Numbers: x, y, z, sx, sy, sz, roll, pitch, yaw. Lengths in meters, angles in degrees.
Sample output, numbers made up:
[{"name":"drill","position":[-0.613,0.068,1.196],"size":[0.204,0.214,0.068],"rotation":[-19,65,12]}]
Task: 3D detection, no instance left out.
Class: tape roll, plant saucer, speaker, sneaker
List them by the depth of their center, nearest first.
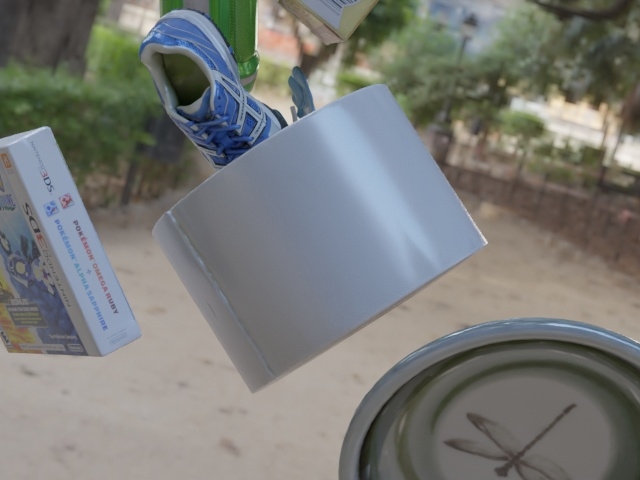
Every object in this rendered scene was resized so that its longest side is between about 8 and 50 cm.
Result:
[{"name":"sneaker","position":[-0.084,-0.095,1.277],"size":[0.211,0.080,0.081],"rotation":[52,25,-4]},{"name":"tape roll","position":[0.000,0.000,1.313],"size":[0.169,0.246,0.246],"rotation":[57,11,3]},{"name":"plant saucer","position":[0.221,0.234,1.629],"size":[0.400,0.400,0.100],"rotation":[16,30,-5]},{"name":"speaker","position":[-0.131,-0.313,1.779],"size":[0.131,0.297,0.131],"rotation":[2,33,-1]}]

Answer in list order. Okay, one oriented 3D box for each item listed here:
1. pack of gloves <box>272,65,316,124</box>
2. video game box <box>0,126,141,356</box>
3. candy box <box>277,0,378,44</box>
[{"name":"pack of gloves","position":[-0.026,-0.064,1.698],"size":[0.046,0.232,0.195],"rotation":[-7,-28,-10]},{"name":"video game box","position":[-0.246,0.006,1.273],"size":[0.048,0.187,0.205],"rotation":[-27,11,-31]},{"name":"candy box","position":[0.085,-0.363,1.664],"size":[0.087,0.316,0.183],"rotation":[39,2,-9]}]
